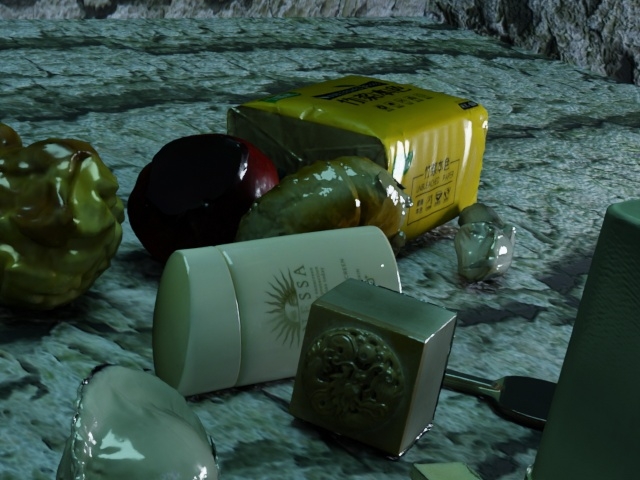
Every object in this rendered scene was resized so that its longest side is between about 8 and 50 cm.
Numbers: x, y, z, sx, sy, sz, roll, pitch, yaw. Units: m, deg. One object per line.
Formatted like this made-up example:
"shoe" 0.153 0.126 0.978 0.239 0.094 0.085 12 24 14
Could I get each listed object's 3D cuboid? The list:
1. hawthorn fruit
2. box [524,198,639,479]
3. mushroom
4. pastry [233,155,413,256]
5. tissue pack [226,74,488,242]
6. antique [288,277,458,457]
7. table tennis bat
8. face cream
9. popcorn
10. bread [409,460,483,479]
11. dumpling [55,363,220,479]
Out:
"hawthorn fruit" -0.160 -0.055 2.010 0.215 0.215 0.249 12 9 9
"box" 0.411 0.129 1.517 0.352 0.344 0.177 -9 28 -44
"mushroom" 0.256 0.003 2.214 0.096 0.099 0.278 21 15 3
"pastry" 0.001 -0.004 1.892 0.235 0.257 0.121 6 43 -51
"tissue pack" 0.058 -0.128 2.269 0.293 0.228 0.382 16 21 27
"antique" 0.057 0.145 1.603 0.146 0.152 0.148 17 18 18
"table tennis bat" 0.245 0.194 1.754 0.220 0.019 0.130 14 18 10
"face cream" -0.052 0.081 1.718 0.348 0.174 0.081 -6 0 -39
"popcorn" -0.397 -0.028 1.824 0.265 0.225 0.332 15 -6 -20
"bread" 0.154 0.273 1.466 0.068 0.028 0.153 0 20 -26
"dumpling" -0.180 0.198 1.326 0.142 0.173 0.247 -17 3 21
